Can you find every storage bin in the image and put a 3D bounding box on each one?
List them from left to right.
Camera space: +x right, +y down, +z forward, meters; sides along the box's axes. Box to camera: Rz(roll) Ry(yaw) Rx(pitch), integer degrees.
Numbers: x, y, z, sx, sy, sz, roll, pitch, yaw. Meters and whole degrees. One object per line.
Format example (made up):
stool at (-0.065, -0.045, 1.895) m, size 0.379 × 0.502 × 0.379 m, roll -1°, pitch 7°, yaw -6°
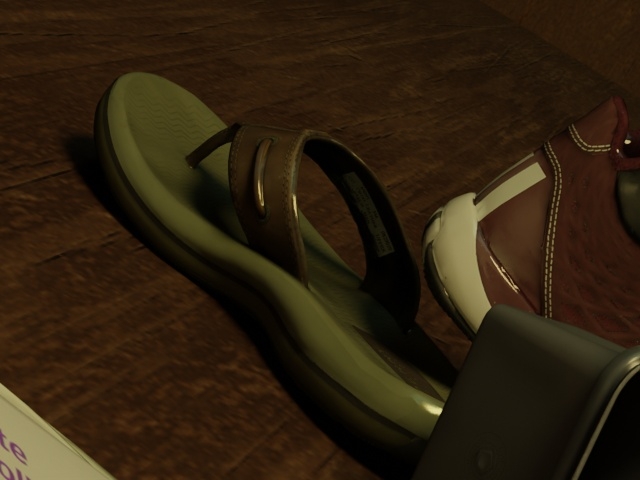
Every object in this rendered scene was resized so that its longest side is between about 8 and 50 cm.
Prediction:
storage bin at (0.092, 0.092, 0.694) m, size 0.098 × 0.135 × 0.091 m, roll 17°, pitch 10°, yaw -39°

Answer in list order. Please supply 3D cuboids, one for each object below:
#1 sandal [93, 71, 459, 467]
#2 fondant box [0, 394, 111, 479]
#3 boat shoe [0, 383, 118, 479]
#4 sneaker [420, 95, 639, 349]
sandal at (0.002, 0.001, 0.879) m, size 0.120 × 0.086 × 0.303 m, roll 14°, pitch 23°, yaw -47°
fondant box at (-0.098, 0.081, 0.191) m, size 0.238 × 0.096 × 0.330 m, roll 43°, pitch 5°, yaw -28°
boat shoe at (-0.095, 0.085, 0.453) m, size 0.319 × 0.099 × 0.116 m, roll 39°, pitch -11°, yaw 14°
sneaker at (0.190, 0.053, 0.831) m, size 0.281 × 0.162 × 0.106 m, roll 46°, pitch 14°, yaw -8°
